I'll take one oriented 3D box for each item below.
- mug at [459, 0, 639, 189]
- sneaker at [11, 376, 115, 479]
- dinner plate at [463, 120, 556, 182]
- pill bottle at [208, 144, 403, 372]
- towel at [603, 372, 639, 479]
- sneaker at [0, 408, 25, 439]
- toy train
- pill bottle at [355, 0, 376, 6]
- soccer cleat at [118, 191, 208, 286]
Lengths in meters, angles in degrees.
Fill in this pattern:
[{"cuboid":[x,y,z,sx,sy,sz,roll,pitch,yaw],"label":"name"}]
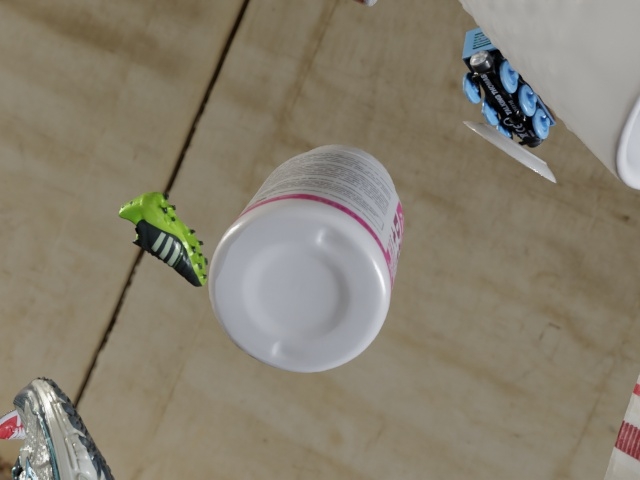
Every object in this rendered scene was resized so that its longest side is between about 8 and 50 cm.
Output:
[{"cuboid":[0.218,-0.231,0.644,0.328,0.276,0.374,55,13,26],"label":"mug"},{"cuboid":[-0.243,0.236,0.819,0.283,0.122,0.110,50,-19,43],"label":"sneaker"},{"cuboid":[0.244,-0.118,1.180,0.141,0.017,0.141,32,12,-8],"label":"dinner plate"},{"cuboid":[0.000,0.000,0.921,0.161,0.160,0.283,23,21,0],"label":"pill bottle"},{"cuboid":[0.400,0.268,1.005,0.037,0.328,0.237,18,2,-19],"label":"towel"},{"cuboid":[-0.408,0.266,1.281,0.067,0.042,0.118,53,25,6],"label":"sneaker"},{"cuboid":[0.256,-0.205,1.249,0.080,0.105,0.184,-11,-40,36],"label":"toy train"},{"cuboid":[0.005,-0.471,1.477,0.222,0.124,0.124,25,3,5],"label":"pill bottle"},{"cuboid":[-0.212,0.002,1.276,0.072,0.060,0.178,-15,-46,14],"label":"soccer cleat"}]
